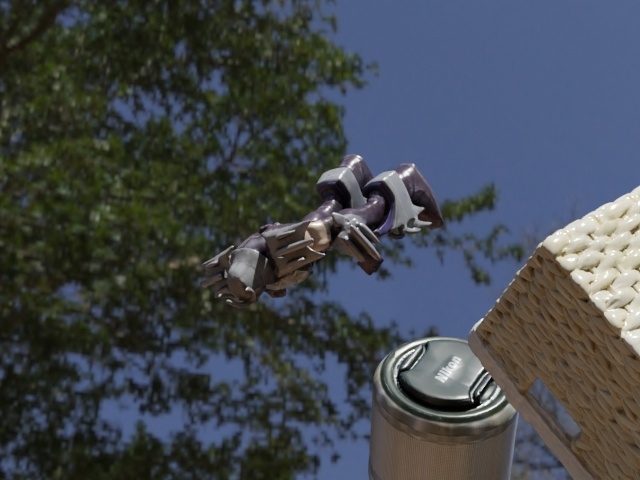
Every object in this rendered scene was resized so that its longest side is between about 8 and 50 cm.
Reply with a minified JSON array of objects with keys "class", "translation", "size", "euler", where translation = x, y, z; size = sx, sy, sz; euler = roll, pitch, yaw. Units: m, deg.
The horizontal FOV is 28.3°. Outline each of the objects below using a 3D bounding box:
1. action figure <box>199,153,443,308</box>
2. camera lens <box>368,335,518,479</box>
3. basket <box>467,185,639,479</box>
[{"class":"action figure","translation":[0.000,0.000,1.252],"size":[0.185,0.285,0.099],"euler":[-7,-72,41]},{"class":"camera lens","translation":[0.184,0.300,1.928],"size":[0.219,0.219,0.274],"euler":[1,-57,0]},{"class":"basket","translation":[0.431,0.123,1.646],"size":[0.331,0.328,0.266],"euler":[-25,-26,-28]}]
